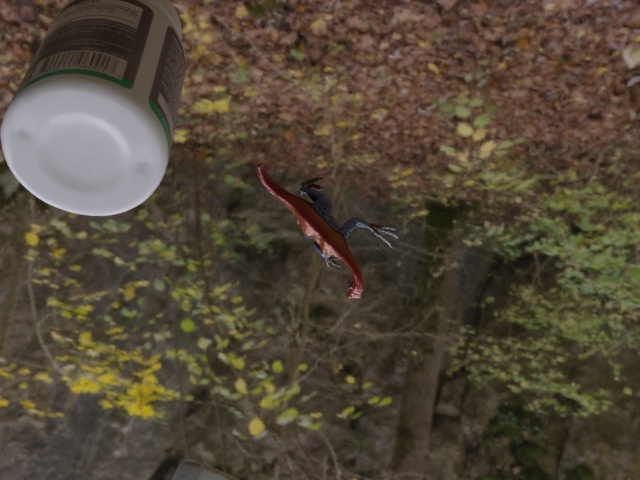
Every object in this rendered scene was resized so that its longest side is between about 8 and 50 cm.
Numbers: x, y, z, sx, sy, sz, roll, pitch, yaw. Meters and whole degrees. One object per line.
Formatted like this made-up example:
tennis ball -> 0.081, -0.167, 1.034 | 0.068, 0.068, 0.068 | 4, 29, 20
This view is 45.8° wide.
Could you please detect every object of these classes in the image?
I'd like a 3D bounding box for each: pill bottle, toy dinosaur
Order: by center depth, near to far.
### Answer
toy dinosaur -> 0.000, 0.000, 0.481 | 0.090, 0.047, 0.082 | 14, -147, -25
pill bottle -> -0.296, -0.219, 1.059 | 0.204, 0.204, 0.361 | 19, -143, -17

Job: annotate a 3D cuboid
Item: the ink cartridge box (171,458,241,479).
ink cartridge box -> -0.142, 0.556, 1.094 | 0.308, 0.385, 0.091 | 34, 156, -26
